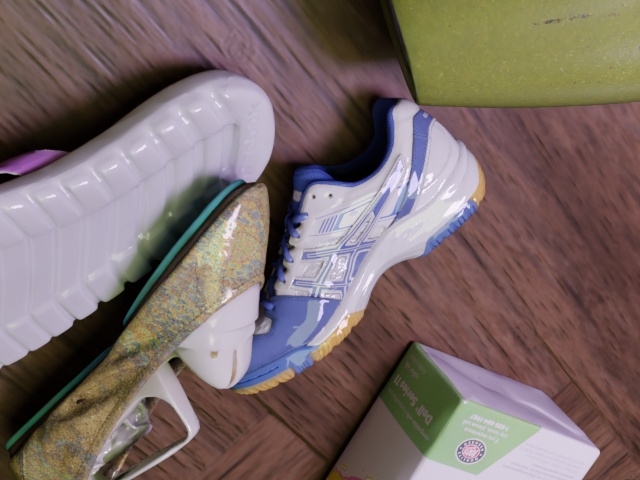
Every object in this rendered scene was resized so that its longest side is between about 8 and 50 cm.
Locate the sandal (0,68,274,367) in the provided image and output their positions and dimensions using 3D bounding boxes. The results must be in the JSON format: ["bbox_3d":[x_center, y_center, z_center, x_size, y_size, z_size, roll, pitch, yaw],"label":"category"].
[{"bbox_3d":[-0.222,-0.011,0.857,0.416,0.102,0.169,-29,140,-22],"label":"sandal"}]

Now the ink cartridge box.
[{"bbox_3d":[0.101,0.303,1.143,0.207,0.119,0.353,24,104,-32],"label":"ink cartridge box"}]

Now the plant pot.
[{"bbox_3d":[0.194,-0.214,0.847,0.293,0.275,0.275,-17,123,2],"label":"plant pot"}]

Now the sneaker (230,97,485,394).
[{"bbox_3d":[0.000,0.000,0.963,0.296,0.112,0.131,-45,111,-2],"label":"sneaker"}]

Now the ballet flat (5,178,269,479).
[{"bbox_3d":[-0.127,0.104,0.914,0.123,0.123,0.348,30,112,-33],"label":"ballet flat"}]
